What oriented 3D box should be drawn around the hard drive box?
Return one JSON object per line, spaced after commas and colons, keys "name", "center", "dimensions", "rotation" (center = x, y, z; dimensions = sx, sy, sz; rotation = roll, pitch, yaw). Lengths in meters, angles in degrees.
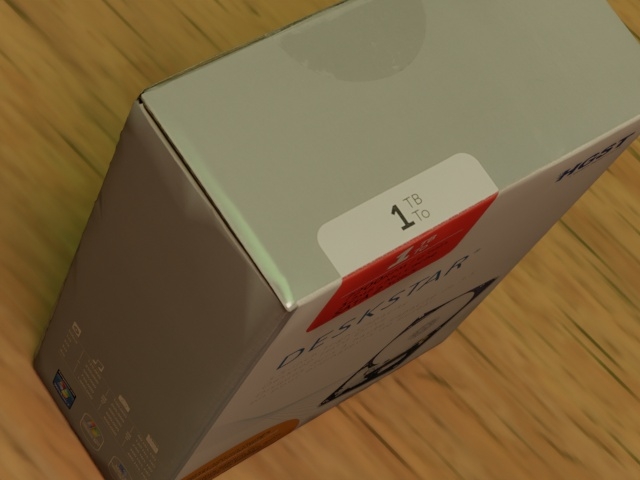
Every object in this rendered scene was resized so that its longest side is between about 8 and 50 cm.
{"name": "hard drive box", "center": [0.000, 0.000, 0.628], "dimensions": [0.181, 0.232, 0.089], "rotation": [-28, 76, -28]}
